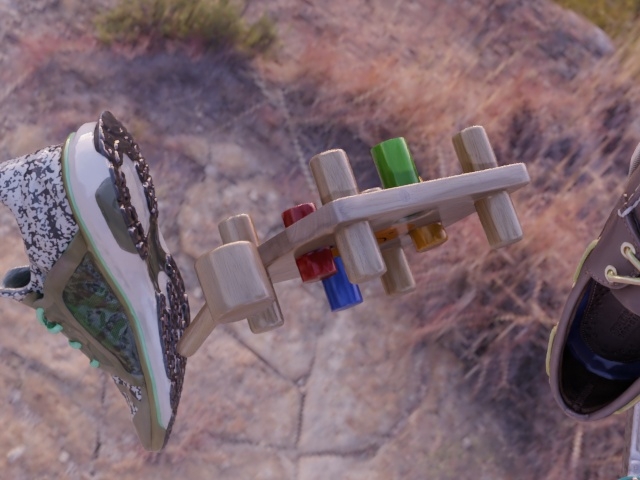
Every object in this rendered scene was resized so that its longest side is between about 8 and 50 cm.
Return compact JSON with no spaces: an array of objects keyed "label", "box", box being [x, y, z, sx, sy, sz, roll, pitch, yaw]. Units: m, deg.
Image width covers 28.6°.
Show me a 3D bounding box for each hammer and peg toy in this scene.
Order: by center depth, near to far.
[{"label":"hammer and peg toy","box":[0.000,0.000,1.243,0.361,0.266,0.127,-13,79,-35]}]

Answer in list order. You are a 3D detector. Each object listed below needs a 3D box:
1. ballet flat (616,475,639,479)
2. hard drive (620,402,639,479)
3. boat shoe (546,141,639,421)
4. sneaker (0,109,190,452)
[{"label":"ballet flat","box":[0.288,0.264,1.057,0.213,0.072,0.068,45,20,-48]},{"label":"hard drive","box":[0.431,0.276,1.309,0.237,0.064,0.338,10,63,8]},{"label":"boat shoe","box":[0.247,0.024,0.922,0.117,0.324,0.096,29,55,10]},{"label":"sneaker","box":[-0.255,0.058,1.386,0.182,0.410,0.158,-7,26,8]}]
